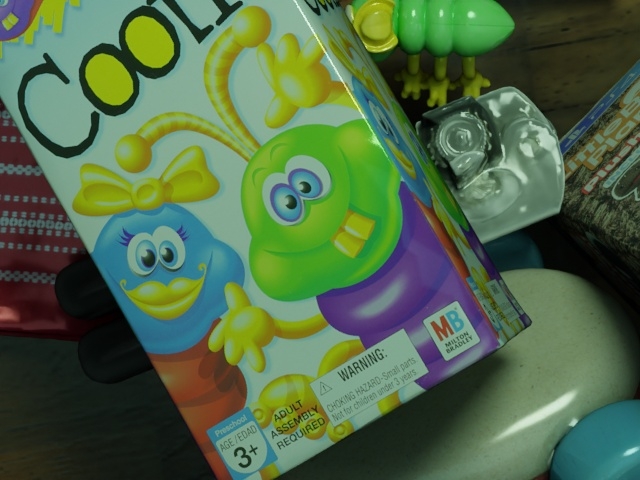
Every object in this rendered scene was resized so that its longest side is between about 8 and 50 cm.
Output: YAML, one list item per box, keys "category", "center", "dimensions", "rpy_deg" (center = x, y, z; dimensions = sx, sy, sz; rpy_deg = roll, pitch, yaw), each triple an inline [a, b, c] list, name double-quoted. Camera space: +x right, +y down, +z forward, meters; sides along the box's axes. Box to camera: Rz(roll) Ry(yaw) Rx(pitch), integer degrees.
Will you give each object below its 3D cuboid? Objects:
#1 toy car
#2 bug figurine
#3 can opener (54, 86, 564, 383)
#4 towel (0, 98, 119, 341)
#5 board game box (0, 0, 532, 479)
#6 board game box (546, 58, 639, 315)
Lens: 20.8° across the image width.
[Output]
- category: "toy car"
  center: [0.095, 0.148, 0.975]
  dimensions: [0.210, 0.219, 0.238]
  rpy_deg: [-26, 131, -5]
- category: "bug figurine"
  center: [-0.006, -0.175, 0.921]
  dimensions: [0.216, 0.072, 0.279]
  rpy_deg: [0, 98, 4]
- category: "can opener"
  center: [0.000, 0.000, 0.953]
  dimensions: [0.283, 0.095, 0.076]
  rpy_deg: [-22, 81, 4]
- category: "towel"
  center: [-0.194, -0.082, 0.951]
  dimensions: [0.198, 0.031, 0.275]
  rpy_deg: [6, 98, -11]
- category: "board game box"
  center: [-0.037, -0.040, 0.817]
  dimensions: [0.144, 0.142, 0.275]
  rpy_deg: [-32, 85, 10]
- category: "board game box"
  center: [0.261, 0.020, 0.905]
  dimensions: [0.141, 0.291, 0.232]
  rpy_deg: [-45, 102, 1]
